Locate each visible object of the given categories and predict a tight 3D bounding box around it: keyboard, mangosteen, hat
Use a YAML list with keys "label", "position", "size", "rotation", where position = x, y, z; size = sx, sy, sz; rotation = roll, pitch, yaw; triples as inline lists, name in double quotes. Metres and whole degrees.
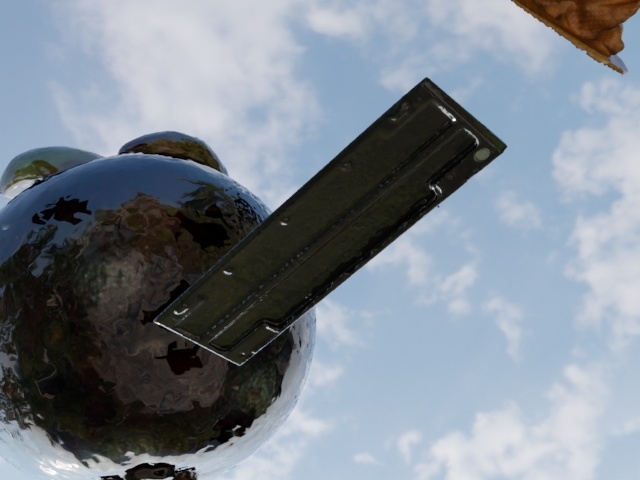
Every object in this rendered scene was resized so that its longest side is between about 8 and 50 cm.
- label: "keyboard"
  position: [0.000, 0.000, 0.427]
  size: [0.064, 0.010, 0.198]
  rotation: [33, -60, -31]
- label: "mangosteen"
  position: [-0.140, 0.051, 0.644]
  size: [0.288, 0.288, 0.287]
  rotation: [-8, -73, -28]
- label: "hat"
  position: [0.299, -0.346, 0.900]
  size: [0.234, 0.244, 0.233]
  rotation: [1, -49, -49]
